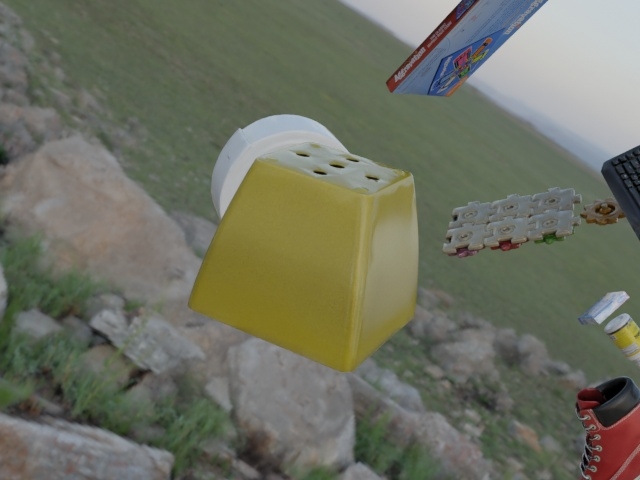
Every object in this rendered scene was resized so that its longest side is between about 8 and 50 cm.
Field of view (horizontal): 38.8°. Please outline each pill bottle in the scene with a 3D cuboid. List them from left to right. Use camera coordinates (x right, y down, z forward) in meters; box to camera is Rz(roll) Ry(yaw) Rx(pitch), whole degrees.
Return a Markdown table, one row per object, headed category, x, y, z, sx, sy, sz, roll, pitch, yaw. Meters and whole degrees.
| category | x | y | z | sx | sy | sz | roll | pitch | yaw |
| --- | --- | --- | --- | --- | --- | --- | --- | --- | --- |
| pill bottle | 0.692 | 0.226 | 2.020 | 0.116 | 0.065 | 0.065 | 52 | 14 | 0 |

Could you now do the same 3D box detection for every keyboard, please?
| category | x | y | z | sx | sy | sz | roll | pitch | yaw |
| --- | --- | --- | --- | --- | --- | --- | --- | --- | --- |
| keyboard | 0.595 | -0.050 | 1.433 | 0.033 | 0.201 | 0.317 | 58 | 12 | -51 |

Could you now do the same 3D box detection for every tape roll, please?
| category | x | y | z | sx | sy | sz | roll | pitch | yaw |
| --- | --- | --- | --- | --- | --- | --- | --- | --- | --- |
| tape roll | -0.066 | -0.096 | 1.757 | 0.286 | 0.286 | 0.100 | 26 | 17 | -26 |

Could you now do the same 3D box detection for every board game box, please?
| category | x | y | z | sx | sy | sz | roll | pitch | yaw |
| --- | --- | --- | --- | --- | --- | --- | --- | --- | --- |
| board game box | 0.240 | -0.327 | 1.450 | 0.145 | 0.281 | 0.027 | -3 | 62 | -39 |
| board game box | 0.602 | 0.144 | 1.934 | 0.020 | 0.090 | 0.090 | 51 | -9 | 0 |

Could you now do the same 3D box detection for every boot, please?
| category | x | y | z | sx | sy | sz | roll | pitch | yaw |
| --- | --- | --- | --- | --- | --- | --- | --- | --- | --- |
| boot | 0.391 | 0.310 | 1.322 | 0.176 | 0.244 | 0.088 | 40 | 13 | -16 |

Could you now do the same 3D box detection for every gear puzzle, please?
| category | x | y | z | sx | sy | sz | roll | pitch | yaw |
| --- | --- | --- | --- | --- | --- | --- | --- | --- | --- |
| gear puzzle | 0.400 | -0.033 | 1.681 | 0.175 | 0.339 | 0.044 | -65 | 139 | -54 |

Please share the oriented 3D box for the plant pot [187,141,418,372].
| category | x | y | z | sx | sy | sz | roll | pitch | yaw |
| --- | --- | --- | --- | --- | --- | --- | --- | --- | --- |
| plant pot | 0.000 | 0.000 | 1.054 | 0.212 | 0.187 | 0.212 | 20 | 22 | 21 |
